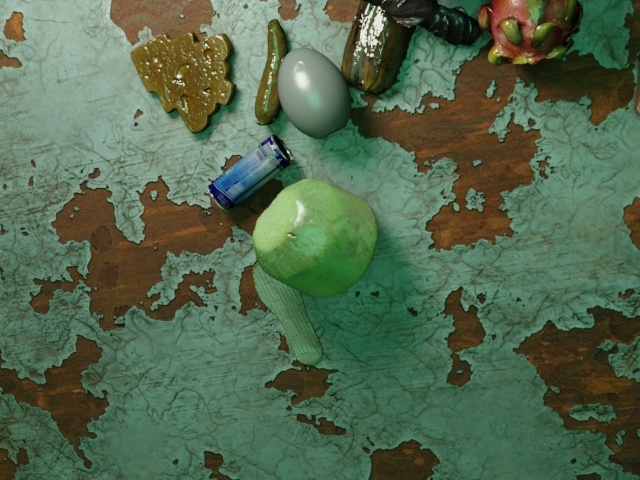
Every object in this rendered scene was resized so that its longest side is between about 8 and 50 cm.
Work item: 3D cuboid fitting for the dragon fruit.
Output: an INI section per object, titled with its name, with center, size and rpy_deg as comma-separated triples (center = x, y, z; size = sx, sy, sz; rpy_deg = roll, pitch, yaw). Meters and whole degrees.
[dragon fruit]
center = 0.496, -0.564, 1.504
size = 0.227, 0.243, 0.307
rpy_deg = 8, 67, 24

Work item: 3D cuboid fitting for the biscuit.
[biscuit]
center = -0.368, -0.453, 1.725
size = 0.301, 0.043, 0.278
rpy_deg = 27, 108, 2

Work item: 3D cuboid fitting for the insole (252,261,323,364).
[insole]
center = -0.093, 0.210, 1.874
size = 0.119, 0.009, 0.348
rpy_deg = -23, 100, 12

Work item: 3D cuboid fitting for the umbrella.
[umbrella]
center = 0.241, -0.554, 1.546
size = 0.326, 0.090, 0.094
rpy_deg = 16, 119, -22

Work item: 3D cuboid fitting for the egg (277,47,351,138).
[egg]
center = -0.019, -0.376, 1.630
size = 0.176, 0.176, 0.232
rpy_deg = -28, 89, 13

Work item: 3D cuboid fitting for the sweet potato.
[sweet potato]
center = -0.123, -0.436, 1.684
size = 0.075, 0.075, 0.273
rpy_deg = 11, 103, 5

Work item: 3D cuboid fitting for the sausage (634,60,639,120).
[sausage]
center = 0.810, -0.379, 1.573
size = 0.065, 0.065, 0.169
rpy_deg = 2, 105, 7

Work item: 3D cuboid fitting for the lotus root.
[lotus root]
center = 0.156, -0.534, 1.617
size = 0.167, 0.078, 0.329
rpy_deg = 15, 106, 2

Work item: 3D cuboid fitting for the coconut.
[coconut]
center = 0.000, 0.000, 1.680
size = 0.328, 0.281, 0.328
rpy_deg = -14, 115, -33

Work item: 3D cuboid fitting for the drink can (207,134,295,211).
[drink can]
center = -0.189, -0.183, 1.744
size = 0.235, 0.097, 0.097
rpy_deg = -37, 97, 15
